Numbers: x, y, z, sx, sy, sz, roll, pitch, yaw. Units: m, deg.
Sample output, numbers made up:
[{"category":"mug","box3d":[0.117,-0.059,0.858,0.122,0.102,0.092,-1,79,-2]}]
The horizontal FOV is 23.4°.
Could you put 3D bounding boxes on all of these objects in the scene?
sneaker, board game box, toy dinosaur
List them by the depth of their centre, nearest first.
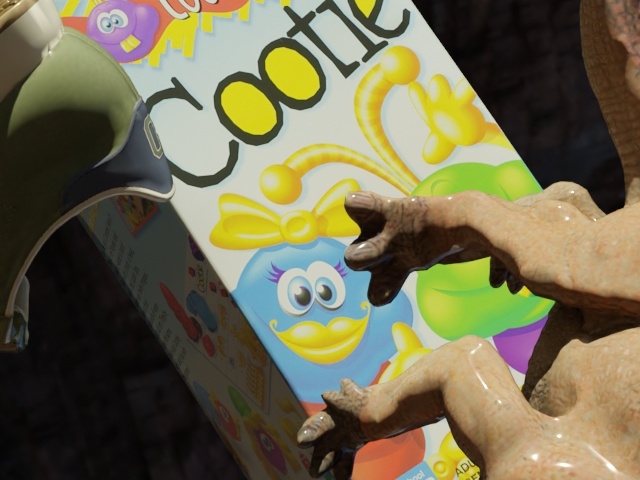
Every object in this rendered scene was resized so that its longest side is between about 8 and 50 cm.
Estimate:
[{"category":"toy dinosaur","box3d":[0.113,0.050,0.439,0.127,0.200,0.295,38,58,-48]},{"category":"sneaker","box3d":[-0.127,0.013,0.473,0.086,0.192,0.064,46,6,-23]},{"category":"board game box","box3d":[0.000,0.000,0.673,0.275,0.142,0.144,56,-21,9]}]
